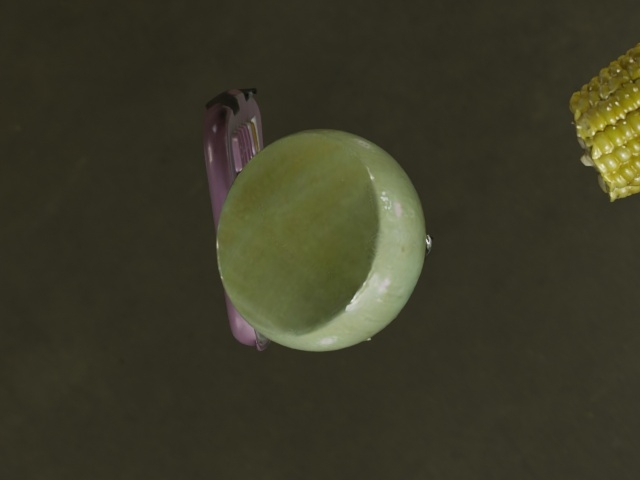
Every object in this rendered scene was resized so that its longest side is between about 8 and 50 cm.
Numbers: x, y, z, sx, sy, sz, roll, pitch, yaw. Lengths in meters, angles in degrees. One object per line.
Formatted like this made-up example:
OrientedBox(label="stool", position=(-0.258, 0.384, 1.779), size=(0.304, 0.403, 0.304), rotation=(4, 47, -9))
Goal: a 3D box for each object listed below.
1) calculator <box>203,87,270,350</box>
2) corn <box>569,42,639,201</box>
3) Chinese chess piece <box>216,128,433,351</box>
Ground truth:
OrientedBox(label="calculator", position=(-0.063, -0.019, 1.331), size=(0.043, 0.294, 0.194), rotation=(-6, 98, 2))
OrientedBox(label="corn", position=(0.276, -0.121, 1.137), size=(0.244, 0.093, 0.093), rotation=(-35, 50, 6))
OrientedBox(label="Chinese chess piece", position=(0.000, 0.000, 1.107), size=(0.144, 0.058, 0.144), rotation=(-9, 75, 35))
